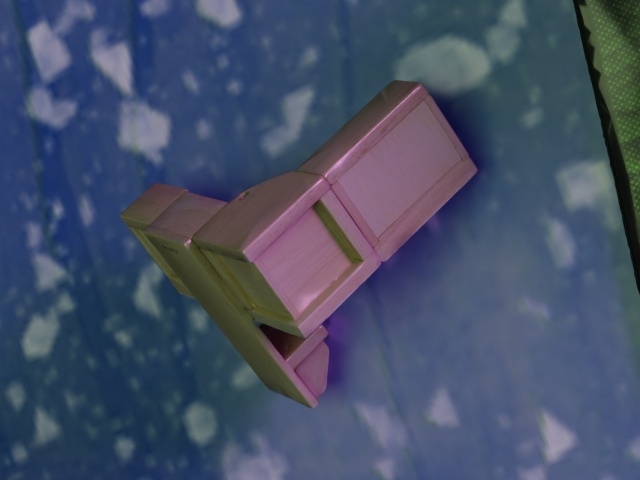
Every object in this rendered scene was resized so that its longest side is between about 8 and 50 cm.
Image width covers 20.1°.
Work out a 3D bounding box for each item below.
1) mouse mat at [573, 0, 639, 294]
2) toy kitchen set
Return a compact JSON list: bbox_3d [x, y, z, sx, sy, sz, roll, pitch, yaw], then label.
[{"bbox_3d":[0.162,-0.041,0.461,0.190,0.007,0.152,-15,86,28],"label":"mouse mat"},{"bbox_3d":[0.000,0.000,0.542,0.068,0.075,0.083,55,161,-25],"label":"toy kitchen set"}]
